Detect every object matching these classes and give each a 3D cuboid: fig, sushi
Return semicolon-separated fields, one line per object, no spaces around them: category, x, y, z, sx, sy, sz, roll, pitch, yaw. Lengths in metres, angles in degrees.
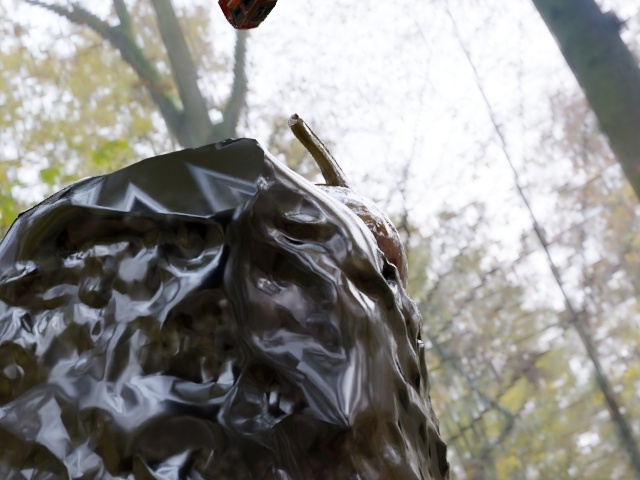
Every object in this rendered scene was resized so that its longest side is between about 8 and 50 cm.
fig;0.004;0.007;1.180;0.175;0.207;0.175;17;-39;14
sushi;-0.055;0.144;0.765;0.281;0.294;0.299;-27;-39;16

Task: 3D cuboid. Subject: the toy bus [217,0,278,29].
toy bus;-0.047;-0.220;1.117;0.031;0.043;0.110;-12;-22;-38
